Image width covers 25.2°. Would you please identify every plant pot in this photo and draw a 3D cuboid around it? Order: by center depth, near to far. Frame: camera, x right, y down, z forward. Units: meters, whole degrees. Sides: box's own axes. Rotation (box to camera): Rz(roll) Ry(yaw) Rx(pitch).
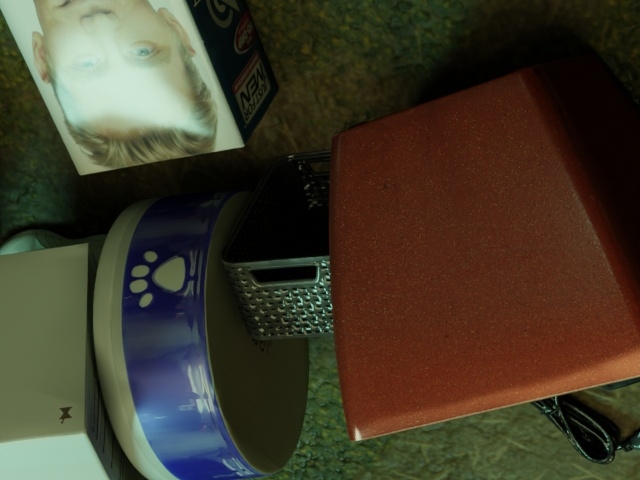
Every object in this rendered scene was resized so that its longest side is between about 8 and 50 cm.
[{"bbox_3d":[0.152,-0.009,1.156,0.267,0.267,0.236,-18,91,28],"label":"plant pot"}]

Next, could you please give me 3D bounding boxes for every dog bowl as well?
[{"bbox_3d":[-0.101,0.087,1.303,0.104,0.265,0.265,-7,121,18],"label":"dog bowl"}]

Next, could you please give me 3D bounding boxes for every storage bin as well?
[{"bbox_3d":[0.000,0.000,1.262,0.122,0.180,0.084,-5,121,21],"label":"storage bin"}]

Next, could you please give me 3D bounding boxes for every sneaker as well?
[{"bbox_3d":[-0.268,0.024,1.444,0.152,0.061,0.054,0,126,20],"label":"sneaker"}]

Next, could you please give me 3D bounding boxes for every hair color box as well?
[{"bbox_3d":[-0.182,-0.235,1.204,0.173,0.105,0.347,-8,121,24],"label":"hair color box"}]

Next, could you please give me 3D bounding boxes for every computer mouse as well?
[{"bbox_3d":[0.297,0.122,1.326,0.184,0.060,0.262,43,126,-13],"label":"computer mouse"}]

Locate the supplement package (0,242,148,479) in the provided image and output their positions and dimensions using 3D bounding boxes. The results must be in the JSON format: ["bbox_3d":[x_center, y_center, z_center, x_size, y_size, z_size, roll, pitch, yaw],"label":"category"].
[{"bbox_3d":[-0.274,0.167,1.303,0.199,0.198,0.263,-8,143,3],"label":"supplement package"}]
